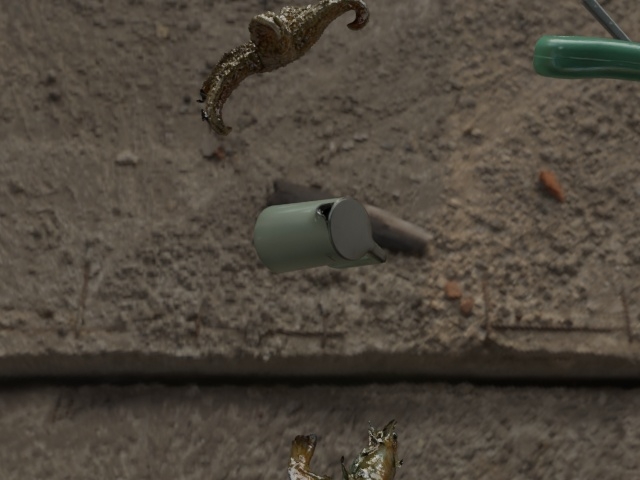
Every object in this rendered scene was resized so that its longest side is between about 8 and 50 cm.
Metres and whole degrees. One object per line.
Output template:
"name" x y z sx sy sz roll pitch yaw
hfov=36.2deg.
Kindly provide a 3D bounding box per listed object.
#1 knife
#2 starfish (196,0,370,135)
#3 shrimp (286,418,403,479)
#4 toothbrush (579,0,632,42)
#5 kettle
"knife" 0.291 -0.131 0.747 0.260 0.035 0.063 11 15 25
"starfish" -0.079 -0.289 1.518 0.303 0.312 0.113 -41 101 -13
"shrimp" 0.038 0.317 1.417 0.169 0.058 0.296 42 27 -4
"toothbrush" 0.630 -0.358 1.929 0.025 0.030 0.342 -40 85 3
"kettle" -0.004 0.002 1.371 0.098 0.148 0.127 -40 113 -43
